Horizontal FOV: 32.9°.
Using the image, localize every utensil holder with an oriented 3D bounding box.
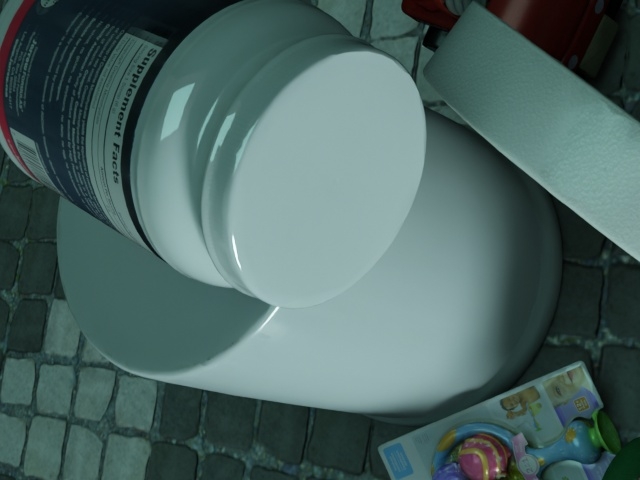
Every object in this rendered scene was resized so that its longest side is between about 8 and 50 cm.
[{"bbox_3d":[0.000,0.000,1.021,0.327,0.385,0.328,-10,73,35],"label":"utensil holder"}]

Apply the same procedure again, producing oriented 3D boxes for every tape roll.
[{"bbox_3d":[0.250,-0.045,0.834,0.072,0.392,0.392,-54,53,15],"label":"tape roll"}]

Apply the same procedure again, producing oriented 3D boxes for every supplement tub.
[{"bbox_3d":[-0.084,-0.084,0.735,0.272,0.191,0.191,28,97,38],"label":"supplement tub"}]

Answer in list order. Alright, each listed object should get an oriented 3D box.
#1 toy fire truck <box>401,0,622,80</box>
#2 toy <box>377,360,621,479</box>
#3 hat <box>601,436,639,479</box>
[{"bbox_3d":[0.156,-0.263,1.052,0.217,0.246,0.158,30,99,39],"label":"toy fire truck"},{"bbox_3d":[0.168,0.222,1.027,0.237,0.056,0.137,-28,79,25],"label":"toy"},{"bbox_3d":[0.248,0.177,0.881,0.208,0.173,0.184,-30,91,-1],"label":"hat"}]
